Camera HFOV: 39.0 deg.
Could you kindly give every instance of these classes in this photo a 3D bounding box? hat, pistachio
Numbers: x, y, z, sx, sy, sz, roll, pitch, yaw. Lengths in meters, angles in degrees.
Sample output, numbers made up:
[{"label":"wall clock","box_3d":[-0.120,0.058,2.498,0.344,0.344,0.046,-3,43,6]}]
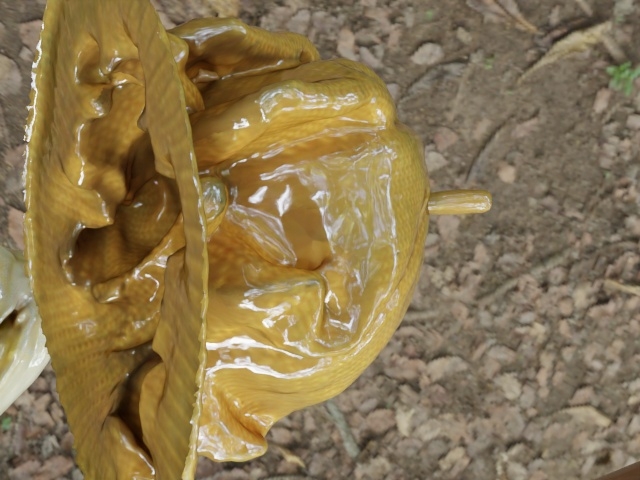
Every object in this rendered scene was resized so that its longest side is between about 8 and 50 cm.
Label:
[{"label":"hat","box_3d":[0.000,0.000,0.441,0.233,0.233,0.244,-8,71,-32]},{"label":"pistachio","box_3d":[-0.360,0.107,0.896,0.229,0.157,0.157,-51,127,0]}]

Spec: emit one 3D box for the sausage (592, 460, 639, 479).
[{"label":"sausage","box_3d":[0.140,0.121,0.286,0.304,0.121,0.121,-21,119,-10]}]
